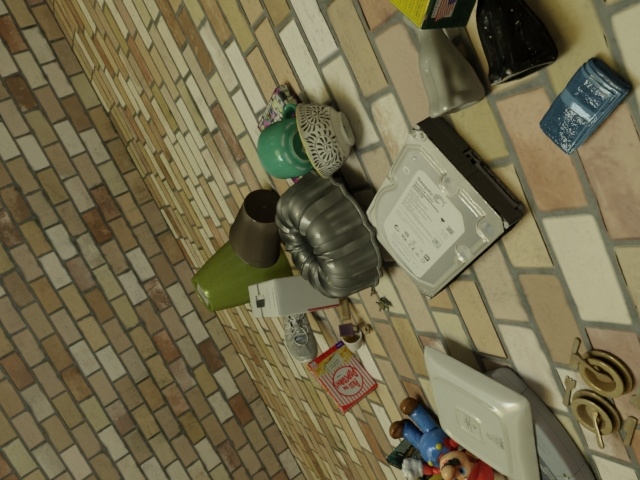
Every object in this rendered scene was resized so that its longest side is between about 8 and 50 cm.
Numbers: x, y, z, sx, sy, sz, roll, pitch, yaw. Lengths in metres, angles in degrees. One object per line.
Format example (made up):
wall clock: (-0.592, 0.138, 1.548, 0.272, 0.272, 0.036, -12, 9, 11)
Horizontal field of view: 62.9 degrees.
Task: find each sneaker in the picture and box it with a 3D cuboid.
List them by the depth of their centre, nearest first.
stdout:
sneaker: (-0.088, 0.286, 1.789, 0.115, 0.105, 0.281, 81, 168, -54)

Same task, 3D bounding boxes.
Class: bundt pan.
bundt pan: (0.000, 0.000, 1.261, 0.331, 0.124, 0.331, 49, 157, 29)

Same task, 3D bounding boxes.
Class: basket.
basket: (-0.194, -0.046, 1.665, 0.204, 0.154, 0.227, 51, 151, 15)

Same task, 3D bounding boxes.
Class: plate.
plate: (0.341, 0.394, 1.151, 0.278, 0.045, 0.277, 22, 136, 52)

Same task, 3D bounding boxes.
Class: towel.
towel: (0.334, -0.170, 0.674, 0.067, 0.029, 0.119, 51, 154, 19)

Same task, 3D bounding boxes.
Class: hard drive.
hard drive: (0.213, -0.045, 1.002, 0.237, 0.064, 0.339, 52, 154, 14)

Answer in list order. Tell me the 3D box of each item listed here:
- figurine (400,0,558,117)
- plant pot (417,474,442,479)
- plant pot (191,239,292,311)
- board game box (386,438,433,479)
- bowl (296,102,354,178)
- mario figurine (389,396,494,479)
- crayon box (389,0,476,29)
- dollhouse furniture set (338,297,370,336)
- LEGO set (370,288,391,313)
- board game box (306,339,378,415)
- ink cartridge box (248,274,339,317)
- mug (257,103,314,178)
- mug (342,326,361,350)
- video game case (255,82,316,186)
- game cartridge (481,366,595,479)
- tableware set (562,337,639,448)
figurine: (0.198, -0.303, 0.731, 0.215, 0.092, 0.209, -16, 95, 65)
plant pot: (0.321, 0.699, 1.589, 0.134, 0.095, 0.134, 42, 151, 31)
plant pot: (-0.297, 0.119, 1.861, 0.275, 0.293, 0.275, 43, 151, 32)
board game box: (0.288, 0.629, 1.536, 0.026, 0.126, 0.186, 55, 157, -10)
bowl: (0.021, -0.223, 1.105, 0.080, 0.170, 0.170, -19, 105, 20)
mario figurine: (0.307, 0.555, 1.373, 0.320, 0.170, 0.198, 32, 142, 47)
crayon box: (0.103, -0.440, 0.663, 0.318, 0.081, 0.202, 59, 151, 33)
dollhouse furniture set: (0.096, 0.231, 1.567, 0.081, 0.091, 0.114, 76, -175, -72)
LEGO set: (0.162, 0.158, 1.380, 0.083, 0.023, 0.054, 63, 156, 24)
board game box: (0.070, 0.447, 1.717, 0.193, 0.146, 0.045, 48, 153, 22)
ink cartridge box: (-0.089, 0.169, 1.618, 0.273, 0.197, 0.114, 161, 101, -66)
mug: (-0.067, -0.219, 1.164, 0.097, 0.129, 0.158, -1, 114, 51)
mug: (0.100, 0.303, 1.618, 0.064, 0.062, 0.078, 73, -177, -46)
video game case: (-0.074, -0.250, 1.331, 0.210, 0.042, 0.232, 57, 155, 2)
game cartridge: (0.433, 0.410, 1.111, 0.297, 0.062, 0.198, 54, 151, 10)
tableware set: (0.471, 0.268, 0.895, 0.128, 0.039, 0.194, 33, 144, 44)
